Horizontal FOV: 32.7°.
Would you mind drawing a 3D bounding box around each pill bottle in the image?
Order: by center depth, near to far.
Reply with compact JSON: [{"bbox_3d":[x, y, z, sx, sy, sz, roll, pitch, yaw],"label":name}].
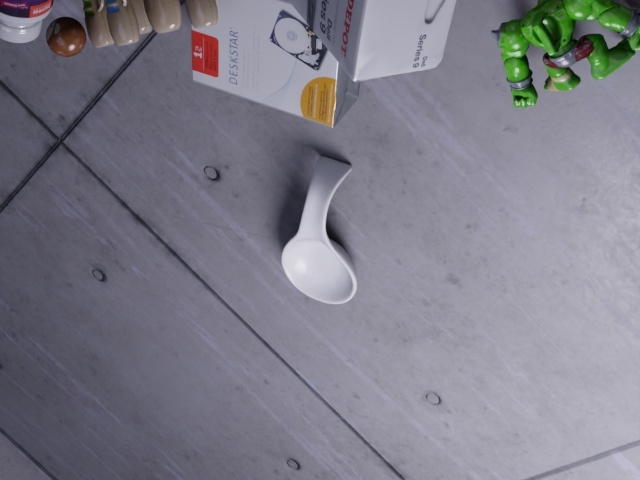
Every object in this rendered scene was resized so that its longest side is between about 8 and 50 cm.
[{"bbox_3d":[-0.461,-0.402,1.673,0.108,0.108,0.193,31,137,6],"label":"pill bottle"}]

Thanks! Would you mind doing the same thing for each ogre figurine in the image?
[{"bbox_3d":[0.300,-0.244,1.332,0.197,0.097,0.118,-7,134,50],"label":"ogre figurine"}]

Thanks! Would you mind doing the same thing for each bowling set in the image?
[{"bbox_3d":[-0.283,-0.344,1.478,0.287,0.200,0.154,9,116,54],"label":"bowling set"}]

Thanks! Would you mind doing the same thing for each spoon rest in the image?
[{"bbox_3d":[0.000,0.000,1.741,0.137,0.084,0.276,20,133,18],"label":"spoon rest"}]

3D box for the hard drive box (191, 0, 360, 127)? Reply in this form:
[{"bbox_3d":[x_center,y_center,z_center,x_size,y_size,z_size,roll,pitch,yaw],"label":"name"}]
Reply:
[{"bbox_3d":[-0.061,-0.284,1.532,0.232,0.089,0.181,20,134,18],"label":"hard drive box"}]

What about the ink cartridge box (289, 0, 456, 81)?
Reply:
[{"bbox_3d":[0.040,-0.355,1.276,0.289,0.122,0.211,56,150,39],"label":"ink cartridge box"}]
